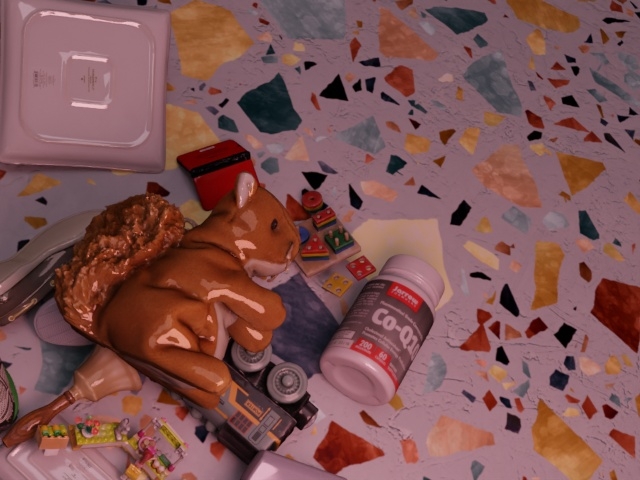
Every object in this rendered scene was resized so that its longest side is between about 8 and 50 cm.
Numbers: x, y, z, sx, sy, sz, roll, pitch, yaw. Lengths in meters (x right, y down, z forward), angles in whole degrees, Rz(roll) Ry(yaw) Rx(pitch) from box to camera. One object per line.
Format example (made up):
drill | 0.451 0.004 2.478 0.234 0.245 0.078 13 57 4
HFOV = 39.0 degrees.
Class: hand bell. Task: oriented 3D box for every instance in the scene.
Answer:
hand bell | -0.447 0.282 1.581 0.242 0.126 0.126 -36 76 -28

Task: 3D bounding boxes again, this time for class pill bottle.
pill bottle | 0.130 0.171 1.795 0.161 0.161 0.283 32 57 3

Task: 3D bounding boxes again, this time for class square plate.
square plate | -0.475 -0.321 1.844 0.343 0.049 0.348 2 91 -24

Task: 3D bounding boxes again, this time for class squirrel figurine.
squirrel figurine | -0.232 0.041 1.538 0.396 0.281 0.371 27 72 6

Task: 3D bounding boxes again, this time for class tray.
tray | -0.431 0.417 1.560 0.270 0.030 0.145 40 57 8

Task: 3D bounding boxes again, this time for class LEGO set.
LEGO set | -0.333 0.350 1.549 0.287 0.107 0.132 33 42 -12

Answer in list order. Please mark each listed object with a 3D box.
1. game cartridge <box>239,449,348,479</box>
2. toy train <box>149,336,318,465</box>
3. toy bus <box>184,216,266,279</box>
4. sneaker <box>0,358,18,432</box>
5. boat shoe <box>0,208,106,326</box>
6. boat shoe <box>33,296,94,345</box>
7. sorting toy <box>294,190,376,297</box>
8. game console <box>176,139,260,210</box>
game cartridge | -0.082 0.522 1.537 0.198 0.062 0.297 25 71 -21
toy train | -0.167 0.261 1.674 0.334 0.142 0.190 39 67 8
toy bus | -0.167 -0.011 1.842 0.202 0.104 0.191 -16 67 -25
sneaker | -0.633 0.187 1.562 0.134 0.146 0.344 -26 72 -27
boat shoe | -0.513 0.045 1.714 0.109 0.091 0.305 11 39 41
boat shoe | -0.386 0.120 1.709 0.302 0.094 0.109 -15 102 -10
sorting toy | 0.000 0.000 1.882 0.132 0.046 0.274 -26 52 -15
game console | -0.221 -0.144 1.958 0.144 0.085 0.124 -21 38 -27
